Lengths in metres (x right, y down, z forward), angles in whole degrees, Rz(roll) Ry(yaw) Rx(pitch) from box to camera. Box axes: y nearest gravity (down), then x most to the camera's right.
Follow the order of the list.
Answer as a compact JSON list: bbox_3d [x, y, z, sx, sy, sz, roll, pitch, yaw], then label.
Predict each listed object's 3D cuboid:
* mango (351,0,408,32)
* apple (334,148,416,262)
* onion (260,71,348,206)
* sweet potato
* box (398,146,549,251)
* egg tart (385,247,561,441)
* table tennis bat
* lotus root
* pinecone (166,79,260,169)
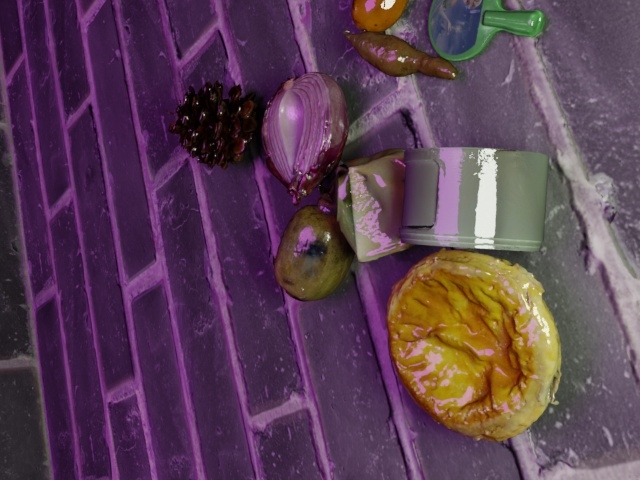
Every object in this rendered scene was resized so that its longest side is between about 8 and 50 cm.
[{"bbox_3d":[0.121,-0.479,1.423,0.105,0.084,0.159,39,117,35],"label":"mango"},{"bbox_3d":[0.115,-0.066,1.350,0.207,0.174,0.188,-8,102,45],"label":"apple"},{"bbox_3d":[-0.022,-0.201,1.538,0.227,0.120,0.283,-15,69,50],"label":"onion"},{"bbox_3d":[0.155,-0.344,1.392,0.269,0.075,0.074,29,110,34],"label":"sweet potato"},{"bbox_3d":[0.241,-0.063,1.162,0.226,0.226,0.149,5,92,48],"label":"box"},{"bbox_3d":[0.253,0.162,1.199,0.341,0.132,0.341,16,112,46],"label":"egg tart"},{"bbox_3d":[0.280,-0.388,1.278,0.257,0.039,0.160,27,111,48],"label":"table tennis bat"},{"bbox_3d":[0.000,0.001,1.489,0.154,0.154,0.278,42,117,41],"label":"lotus root"},{"bbox_3d":[-0.259,-0.279,1.755,0.221,0.222,0.221,-3,86,48],"label":"pinecone"}]
